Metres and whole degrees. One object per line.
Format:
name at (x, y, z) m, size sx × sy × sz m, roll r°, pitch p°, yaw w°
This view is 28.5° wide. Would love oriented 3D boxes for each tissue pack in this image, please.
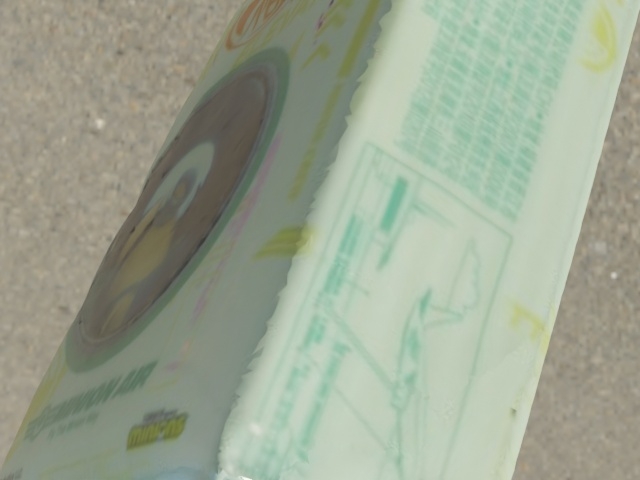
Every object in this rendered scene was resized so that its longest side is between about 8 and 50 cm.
tissue pack at (0.000, 0.000, 0.674) m, size 0.162 × 0.388 × 0.287 m, roll 35°, pitch 148°, yaw -21°
